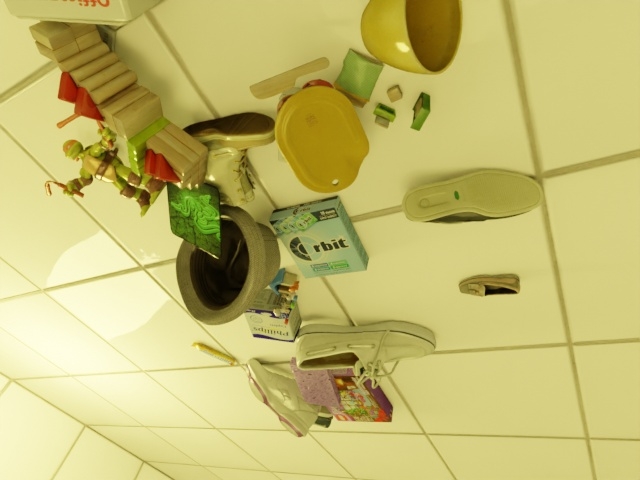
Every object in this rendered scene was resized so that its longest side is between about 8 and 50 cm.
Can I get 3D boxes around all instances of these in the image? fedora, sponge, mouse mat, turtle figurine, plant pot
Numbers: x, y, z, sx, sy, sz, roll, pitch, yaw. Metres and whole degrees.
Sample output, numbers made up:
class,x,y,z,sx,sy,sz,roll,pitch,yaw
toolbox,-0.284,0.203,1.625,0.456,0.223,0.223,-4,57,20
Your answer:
class,x,y,z,sx,sy,sz,roll,pitch,yaw
fedora,-0.187,0.050,0.914,0.124,0.244,0.275,0,143,-51
sponge,-0.012,0.430,1.254,0.117,0.031,0.210,0,131,19
mouse mat,-0.266,-0.058,0.865,0.189,0.007,0.153,21,119,34
turtle figurine,-0.450,-0.141,0.876,0.217,0.087,0.269,35,125,-23
plant pot,0.109,-0.283,0.545,0.095,0.134,0.134,12,143,45

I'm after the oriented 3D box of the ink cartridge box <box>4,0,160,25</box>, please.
class,x,y,z,sx,sy,sz,roll,pitch,yaw
ink cartridge box,-0.344,-0.441,0.529,0.196,0.114,0.273,8,134,9

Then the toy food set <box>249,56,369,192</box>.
class,x,y,z,sx,sy,sz,roll,pitch,yaw
toy food set,-0.009,-0.178,0.647,0.128,0.071,0.218,-27,129,5

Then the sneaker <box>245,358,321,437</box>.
class,x,y,z,sx,sy,sz,roll,pitch,yaw
sneaker,-0.126,0.500,1.393,0.305,0.152,0.114,47,148,2

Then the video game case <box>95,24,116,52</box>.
class,x,y,z,sx,sy,sz,roll,pitch,yaw
video game case,-0.414,-0.350,0.714,0.121,0.011,0.087,27,136,-10

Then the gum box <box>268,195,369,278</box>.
class,x,y,z,sx,sy,sz,roll,pitch,yaw
gum box,0.000,0.000,0.903,0.156,0.041,0.185,-9,129,26

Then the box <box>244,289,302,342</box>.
class,x,y,z,sx,sy,sz,roll,pitch,yaw
box,-0.127,0.203,1.119,0.126,0.072,0.137,4,135,14

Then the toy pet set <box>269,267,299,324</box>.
class,x,y,z,sx,sy,sz,roll,pitch,yaw
toy pet set,-0.094,0.122,1.001,0.065,0.114,0.122,13,136,-8

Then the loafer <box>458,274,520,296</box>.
class,x,y,z,sx,sy,sz,roll,pitch,yaw
loafer,0.358,0.100,0.888,0.125,0.039,0.045,-11,130,26

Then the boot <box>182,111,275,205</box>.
class,x,y,z,sx,sy,sz,roll,pitch,yaw
boot,-0.152,-0.145,0.783,0.213,0.077,0.165,1,133,27

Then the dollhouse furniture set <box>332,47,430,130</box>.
class,x,y,z,sx,sy,sz,roll,pitch,yaw
dollhouse furniture set,0.092,-0.223,0.643,0.151,0.059,0.076,22,135,-5

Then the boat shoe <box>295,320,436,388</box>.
class,x,y,z,sx,sy,sz,roll,pitch,yaw
boat shoe,0.113,0.301,1.062,0.366,0.157,0.136,1,134,5

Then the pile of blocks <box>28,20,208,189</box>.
class,x,y,z,sx,sy,sz,roll,pitch,yaw
pile of blocks,-0.352,-0.213,0.705,0.362,0.113,0.148,50,145,-16

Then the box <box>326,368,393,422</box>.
class,x,y,z,sx,sy,sz,roll,pitch,yaw
box,0.092,0.491,1.341,0.200,0.057,0.293,-11,129,27

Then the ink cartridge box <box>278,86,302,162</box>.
class,x,y,z,sx,sy,sz,roll,pitch,yaw
ink cartridge box,-0.025,-0.193,0.715,0.088,0.052,0.123,11,137,5

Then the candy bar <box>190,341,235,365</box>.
class,x,y,z,sx,sy,sz,roll,pitch,yaw
candy bar,-0.360,0.384,1.409,0.161,0.018,0.040,30,135,-11

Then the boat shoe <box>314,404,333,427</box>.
class,x,y,z,sx,sy,sz,roll,pitch,yaw
boat shoe,-0.080,0.600,1.473,0.254,0.095,0.079,13,101,-4

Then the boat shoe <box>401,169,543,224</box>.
class,x,y,z,sx,sy,sz,roll,pitch,yaw
boat shoe,0.264,-0.072,0.741,0.232,0.084,0.079,-5,170,13
